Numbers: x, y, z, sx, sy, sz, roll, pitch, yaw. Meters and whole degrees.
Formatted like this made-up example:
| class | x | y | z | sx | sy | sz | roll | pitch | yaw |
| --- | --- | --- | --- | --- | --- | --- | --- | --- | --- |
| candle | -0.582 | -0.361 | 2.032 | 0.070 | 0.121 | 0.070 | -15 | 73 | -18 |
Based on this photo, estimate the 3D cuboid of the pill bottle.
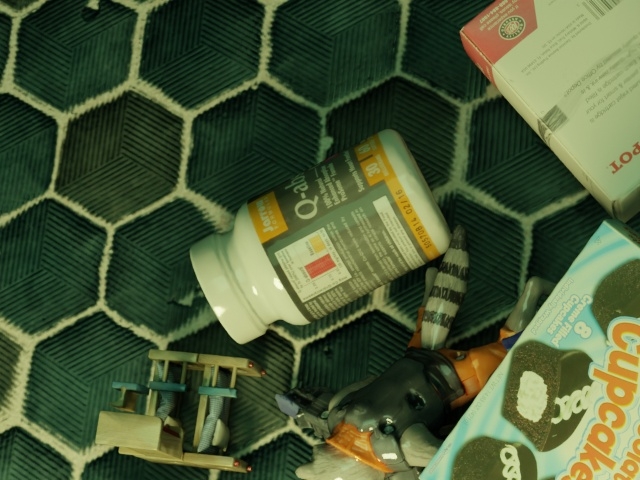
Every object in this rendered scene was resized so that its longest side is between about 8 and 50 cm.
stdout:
| class | x | y | z | sx | sy | sz | roll | pitch | yaw |
| --- | --- | --- | --- | --- | --- | --- | --- | --- | --- |
| pill bottle | 0.000 | 0.000 | 1.835 | 0.278 | 0.162 | 0.162 | -27 | 71 | 5 |

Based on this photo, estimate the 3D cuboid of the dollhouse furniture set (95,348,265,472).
| class | x | y | z | sx | sy | sz | roll | pitch | yaw |
| --- | --- | --- | --- | --- | --- | --- | --- | --- | --- |
| dollhouse furniture set | -0.155 | 0.187 | 1.812 | 0.128 | 0.184 | 0.129 | 4 | 77 | 15 |

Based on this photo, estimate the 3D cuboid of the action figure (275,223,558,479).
| class | x | y | z | sx | sy | sz | roll | pitch | yaw |
| --- | --- | --- | --- | --- | --- | --- | --- | --- | --- |
| action figure | 0.075 | 0.151 | 1.735 | 0.341 | 0.178 | 0.330 | 14 | 56 | 41 |

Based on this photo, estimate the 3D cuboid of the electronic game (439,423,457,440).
| class | x | y | z | sx | sy | sz | roll | pitch | yaw |
| --- | --- | --- | --- | --- | --- | --- | --- | --- | --- |
| electronic game | 0.136 | 0.309 | 1.736 | 0.229 | 0.048 | 0.229 | -25 | 48 | 31 |

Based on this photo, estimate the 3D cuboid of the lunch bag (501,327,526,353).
| class | x | y | z | sx | sy | sz | roll | pitch | yaw |
| --- | --- | --- | --- | --- | --- | --- | --- | --- | --- |
| lunch bag | 0.372 | 0.144 | 1.674 | 0.138 | 0.293 | 0.221 | -34 | 78 | 50 |

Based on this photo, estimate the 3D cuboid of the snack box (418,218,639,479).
| class | x | y | z | sx | sy | sz | roll | pitch | yaw |
| --- | --- | --- | --- | --- | --- | --- | --- | --- | --- |
| snack box | 0.259 | 0.162 | 1.520 | 0.187 | 0.060 | 0.322 | 39 | 107 | 18 |

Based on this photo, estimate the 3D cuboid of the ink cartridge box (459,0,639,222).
| class | x | y | z | sx | sy | sz | roll | pitch | yaw |
| --- | --- | --- | --- | --- | --- | --- | --- | --- | --- |
| ink cartridge box | 0.330 | -0.190 | 1.823 | 0.207 | 0.117 | 0.283 | -38 | 70 | 2 |
